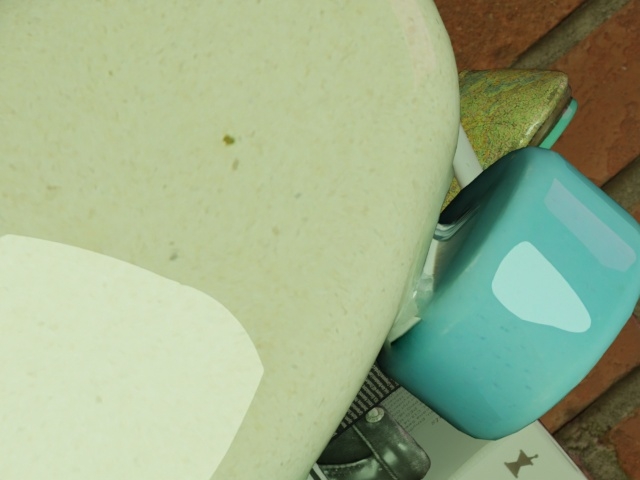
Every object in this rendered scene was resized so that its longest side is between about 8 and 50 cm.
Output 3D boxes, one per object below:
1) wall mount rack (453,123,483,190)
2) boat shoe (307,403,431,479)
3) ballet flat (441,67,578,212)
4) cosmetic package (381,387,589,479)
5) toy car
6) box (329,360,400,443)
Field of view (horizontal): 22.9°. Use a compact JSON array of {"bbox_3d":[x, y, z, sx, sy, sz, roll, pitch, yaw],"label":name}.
[{"bbox_3d":[-0.036,-0.078,0.707,0.304,0.130,0.350,10,26,-33],"label":"wall mount rack"},{"bbox_3d":[-0.010,0.084,1.059,0.113,0.105,0.306,50,3,-25],"label":"boat shoe"},{"bbox_3d":[0.045,-0.039,1.024,0.123,0.123,0.348,51,-24,5],"label":"ballet flat"},{"bbox_3d":[0.096,0.176,1.072,0.151,0.151,0.184,49,2,-22],"label":"cosmetic package"},{"bbox_3d":[-0.077,0.020,0.450,0.219,0.210,0.238,37,-24,-9],"label":"toy car"},{"bbox_3d":[-0.027,0.030,0.899,0.156,0.158,0.093,51,1,27],"label":"box"}]
